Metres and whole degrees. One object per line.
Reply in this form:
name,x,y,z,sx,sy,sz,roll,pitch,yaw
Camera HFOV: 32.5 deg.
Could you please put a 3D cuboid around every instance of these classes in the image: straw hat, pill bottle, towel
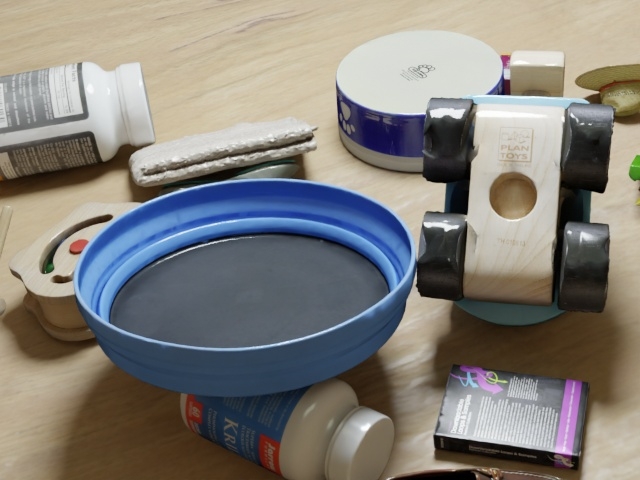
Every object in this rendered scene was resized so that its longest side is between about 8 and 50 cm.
straw hat,0.471,-0.226,1.710,0.144,0.144,0.061,-3,81,5
pill bottle,-0.409,-0.192,1.726,0.278,0.162,0.162,-11,39,-6
towel,-0.149,-0.138,1.652,0.282,0.049,0.187,-13,12,-8
pill bottle,-0.035,0.195,1.213,0.221,0.124,0.124,19,45,31

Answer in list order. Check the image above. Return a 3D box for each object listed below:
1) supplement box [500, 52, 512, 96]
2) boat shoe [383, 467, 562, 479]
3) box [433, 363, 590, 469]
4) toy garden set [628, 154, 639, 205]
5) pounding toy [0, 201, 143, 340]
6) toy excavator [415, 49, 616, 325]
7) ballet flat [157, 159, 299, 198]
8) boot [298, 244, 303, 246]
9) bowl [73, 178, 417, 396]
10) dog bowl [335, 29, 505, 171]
supplement box,0.313,-0.263,1.788,0.043,0.055,0.083,1,40,10
boat shoe,0.160,0.269,1.134,0.207,0.073,0.073,-6,37,-1
box,0.218,0.198,1.248,0.162,0.029,0.116,7,40,15
toy garden set,0.534,-0.058,1.467,0.244,0.049,0.204,11,16,18
pounding toy,-0.331,0.023,1.447,0.154,0.154,0.269,15,43,32
toy excavator,0.268,-0.093,1.475,0.222,0.445,0.432,3,82,11
ballet flat,-0.130,-0.065,1.609,0.213,0.072,0.068,-12,79,-5
boot,0.000,0.000,1.493,0.246,0.083,0.161,27,44,34
bowl,-0.084,0.046,1.271,0.391,0.077,0.391,-3,29,2
dog bowl,0.157,-0.224,1.724,0.265,0.104,0.265,-4,39,3
